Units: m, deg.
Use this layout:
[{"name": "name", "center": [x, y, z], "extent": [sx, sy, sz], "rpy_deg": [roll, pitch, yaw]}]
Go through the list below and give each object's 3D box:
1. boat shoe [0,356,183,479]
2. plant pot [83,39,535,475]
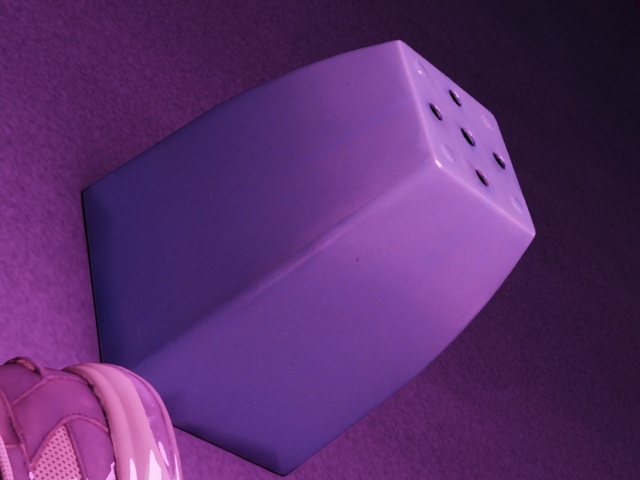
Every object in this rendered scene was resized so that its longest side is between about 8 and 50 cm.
[{"name": "boat shoe", "center": [-0.124, 0.205, 0.654], "extent": [0.130, 0.132, 0.355], "rpy_deg": [13, 43, -31]}, {"name": "plant pot", "center": [0.000, 0.000, 0.975], "extent": [0.165, 0.234, 0.166], "rpy_deg": [32, 34, -41]}]
